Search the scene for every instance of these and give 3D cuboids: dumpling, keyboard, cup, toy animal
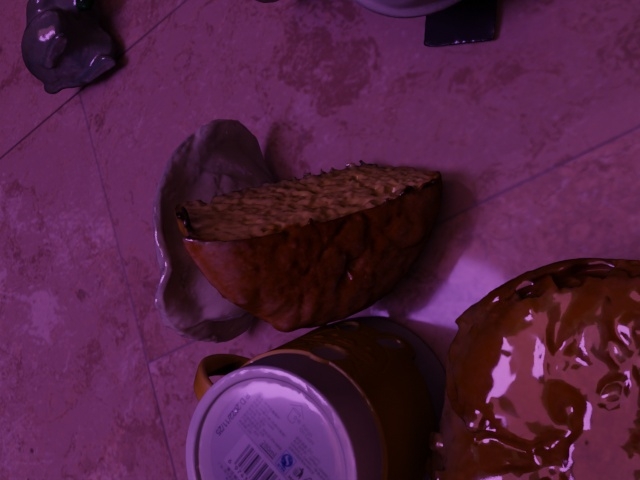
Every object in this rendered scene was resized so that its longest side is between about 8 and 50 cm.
[{"bbox_3d":[-0.114,-0.009,0.642,0.131,0.179,0.252,10,92,32],"label":"dumpling"},{"bbox_3d":[0.146,-0.293,0.605,0.074,0.015,0.196,3,87,35],"label":"keyboard"},{"bbox_3d":[-0.018,0.160,0.544,0.241,0.226,0.185,18,95,23],"label":"cup"},{"bbox_3d":[-0.381,-0.347,0.875,0.127,0.125,0.251,-17,69,0],"label":"toy animal"}]

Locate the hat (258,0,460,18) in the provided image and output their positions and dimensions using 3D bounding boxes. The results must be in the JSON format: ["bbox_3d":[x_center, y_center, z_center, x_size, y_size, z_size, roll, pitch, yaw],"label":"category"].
[{"bbox_3d":[0.056,-0.295,0.588,0.301,0.168,0.258,1,58,58],"label":"hat"}]

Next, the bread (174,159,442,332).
[{"bbox_3d":[-0.004,0.009,0.567,0.129,0.260,0.134,-145,48,-58],"label":"bread"}]

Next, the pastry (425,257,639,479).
[{"bbox_3d":[0.207,0.168,0.444,0.255,0.162,0.311,15,92,30],"label":"pastry"}]
